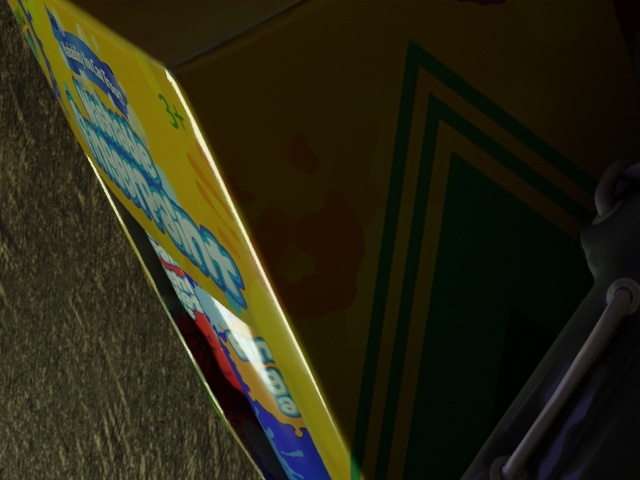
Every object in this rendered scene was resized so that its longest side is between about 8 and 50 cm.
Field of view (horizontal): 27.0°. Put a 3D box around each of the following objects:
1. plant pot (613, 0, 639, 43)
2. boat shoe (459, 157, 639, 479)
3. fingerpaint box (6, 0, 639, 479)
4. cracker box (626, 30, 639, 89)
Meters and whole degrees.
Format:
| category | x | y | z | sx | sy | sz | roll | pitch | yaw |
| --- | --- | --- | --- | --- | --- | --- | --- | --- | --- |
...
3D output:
| category | x | y | z | sx | sy | sz | roll | pitch | yaw |
| --- | --- | --- | --- | --- | --- | --- | --- | --- | --- |
| plant pot | 0.109 | -0.152 | 0.862 | 0.275 | 0.275 | 0.243 | -87 | -13 | -63 |
| boat shoe | 0.080 | 0.055 | 0.425 | 0.335 | 0.095 | 0.112 | -61 | -15 | 2 |
| fingerpaint box | 0.000 | 0.000 | 0.682 | 0.445 | 0.163 | 0.371 | 39 | 156 | 61 |
| cracker box | 0.186 | -0.031 | 0.586 | 0.232 | 0.067 | 0.156 | 95 | 176 | -86 |
